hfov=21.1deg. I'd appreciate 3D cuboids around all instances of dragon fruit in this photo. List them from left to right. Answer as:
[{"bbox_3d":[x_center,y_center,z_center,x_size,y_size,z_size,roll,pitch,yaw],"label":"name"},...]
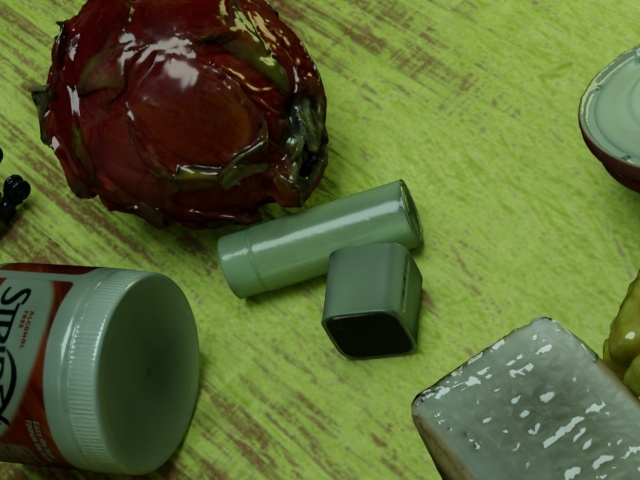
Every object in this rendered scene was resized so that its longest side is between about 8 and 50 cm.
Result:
[{"bbox_3d":[-0.146,-0.147,1.803,0.343,0.277,0.277,3,57,23],"label":"dragon fruit"}]

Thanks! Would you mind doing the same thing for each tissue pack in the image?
[{"bbox_3d":[0.241,0.212,1.338,0.239,0.305,0.238,-11,50,14],"label":"tissue pack"}]

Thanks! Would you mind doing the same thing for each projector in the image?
[{"bbox_3d":[0.052,0.060,1.680,0.083,0.083,0.082,-7,53,20],"label":"projector"}]

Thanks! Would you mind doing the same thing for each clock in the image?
[{"bbox_3d":[0.400,-0.138,1.608,0.319,0.080,0.318,-11,29,6],"label":"clock"}]

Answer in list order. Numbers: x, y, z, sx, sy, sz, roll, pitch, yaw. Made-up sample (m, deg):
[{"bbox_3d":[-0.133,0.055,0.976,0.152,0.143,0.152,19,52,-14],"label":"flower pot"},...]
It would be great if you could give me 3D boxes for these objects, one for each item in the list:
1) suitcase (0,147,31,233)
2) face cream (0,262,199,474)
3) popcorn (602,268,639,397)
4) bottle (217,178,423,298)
[{"bbox_3d":[-0.481,-0.043,1.957,0.235,0.143,0.194,-46,51,-12],"label":"suitcase"},{"bbox_3d":[-0.246,0.124,1.688,0.187,0.201,0.201,3,57,26],"label":"face cream"},{"bbox_3d":[0.346,0.063,1.471,0.226,0.203,0.200,-18,58,-12],"label":"popcorn"},{"bbox_3d":[0.000,0.000,1.757,0.202,0.072,0.072,-17,50,12],"label":"bottle"}]
